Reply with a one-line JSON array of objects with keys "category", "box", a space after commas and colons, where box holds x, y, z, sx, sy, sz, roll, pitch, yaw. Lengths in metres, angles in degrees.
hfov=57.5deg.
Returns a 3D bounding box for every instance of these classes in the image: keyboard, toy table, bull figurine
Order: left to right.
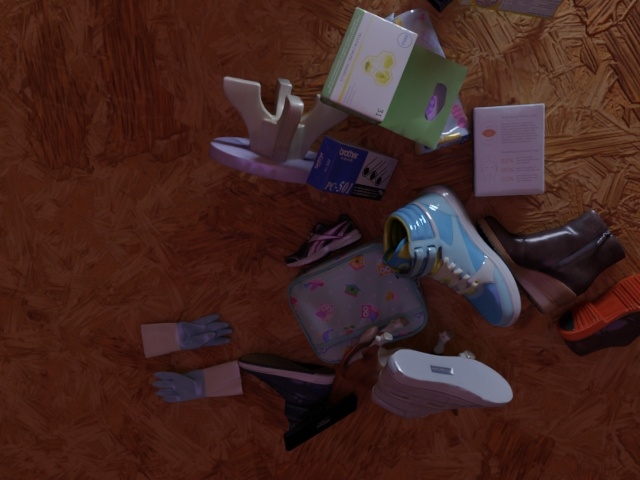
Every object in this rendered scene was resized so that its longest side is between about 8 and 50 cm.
[{"category": "toy table", "box": [-0.073, -0.221, 1.157, 0.274, 0.252, 0.161, 3, 115, -24]}, {"category": "keyboard", "box": [-0.002, 0.387, 1.296, 0.038, 0.192, 0.100, 45, 147, 37]}, {"category": "bull figurine", "box": [0.198, 0.264, 1.198, 0.310, 0.101, 0.188, 12, 123, -17]}]

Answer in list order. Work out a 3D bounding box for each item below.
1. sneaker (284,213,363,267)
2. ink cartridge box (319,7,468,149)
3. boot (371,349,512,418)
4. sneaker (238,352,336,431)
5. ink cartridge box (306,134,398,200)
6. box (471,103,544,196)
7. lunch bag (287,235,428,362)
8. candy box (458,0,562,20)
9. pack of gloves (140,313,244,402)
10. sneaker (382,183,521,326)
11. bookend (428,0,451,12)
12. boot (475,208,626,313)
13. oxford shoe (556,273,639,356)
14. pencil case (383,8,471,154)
[{"category": "sneaker", "box": [0.000, 0.000, 1.270, 0.178, 0.072, 0.077, -25, 83, 7]}, {"category": "ink cartridge box", "box": [0.137, -0.286, 1.047, 0.235, 0.056, 0.171, 22, 91, -3]}, {"category": "boot", "box": [0.226, 0.288, 1.116, 0.258, 0.095, 0.123, 17, 128, -11]}, {"category": "sneaker", "box": [-0.090, 0.356, 1.340, 0.226, 0.086, 0.163, 12, 100, 8]}, {"category": "ink cartridge box", "box": [0.067, -0.138, 1.152, 0.046, 0.207, 0.097, 33, 107, 34]}, {"category": "box", "box": [0.364, -0.177, 1.141, 0.130, 0.091, 0.171, -1, 101, 12]}, {"category": "lunch bag", "box": [0.087, 0.130, 1.248, 0.279, 0.108, 0.224, -23, 96, 15]}, {"category": "candy box", "box": [0.356, -0.461, 1.045, 0.205, 0.027, 0.105, 1, 143, -21]}, {"category": "pack of gloves", "box": [-0.304, 0.281, 1.402, 0.232, 0.046, 0.195, -9, 88, 10]}, {"category": "sneaker", "box": [0.235, 0.059, 1.133, 0.319, 0.208, 0.127, 57, 145, 11]}, {"category": "bookend", "box": [0.253, -0.514, 1.063, 0.156, 0.157, 0.072, -43, 90, 15]}, {"category": "boot", "box": [0.460, 0.001, 1.178, 0.207, 0.090, 0.248, -39, 89, 3]}, {"category": "oxford shoe", "box": [0.618, 0.146, 1.167, 0.271, 0.097, 0.098, -28, 114, 20]}, {"category": "pencil case", "box": [0.195, -0.304, 1.135, 0.113, 0.124, 0.273, -13, 99, 54]}]
